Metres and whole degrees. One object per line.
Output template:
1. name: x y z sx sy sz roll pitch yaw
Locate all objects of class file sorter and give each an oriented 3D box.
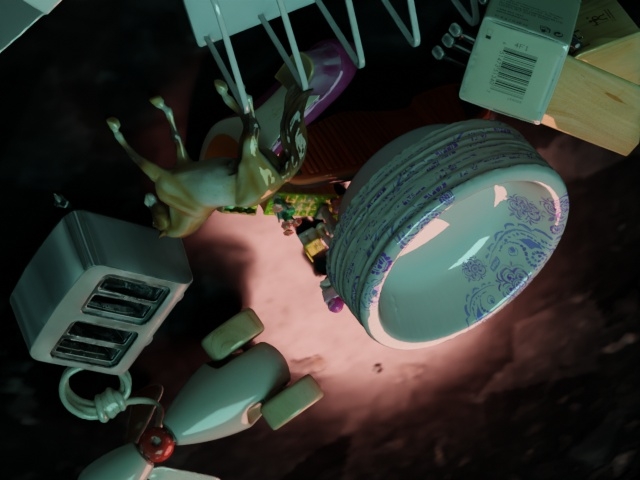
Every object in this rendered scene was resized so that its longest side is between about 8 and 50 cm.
1. file sorter: 0.001 -0.278 1.691 0.277 0.173 0.193 -22 138 -6

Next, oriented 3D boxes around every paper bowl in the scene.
1. paper bowl: 0.134 -0.020 1.909 0.284 0.148 0.284 -25 146 -19

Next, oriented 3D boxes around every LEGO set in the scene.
1. LEGO set: 0.000 0.000 2.025 0.132 0.107 0.287 -37 138 11

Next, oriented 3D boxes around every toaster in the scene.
1. toaster: -0.263 0.057 1.942 0.185 0.110 0.168 16 123 -38

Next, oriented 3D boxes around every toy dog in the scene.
1. toy dog: -0.162 0.227 2.139 0.333 0.220 0.161 -16 170 -2

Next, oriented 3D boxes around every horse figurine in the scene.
1. horse figurine: -0.115 -0.089 1.835 0.263 0.066 0.174 -13 115 27

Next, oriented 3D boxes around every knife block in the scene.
1. knife block: 0.261 -0.190 1.984 0.242 0.088 0.276 -20 139 -7

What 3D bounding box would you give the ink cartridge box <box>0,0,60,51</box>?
1. ink cartridge box: -0.239 -0.351 1.460 0.353 0.207 0.119 -41 139 15

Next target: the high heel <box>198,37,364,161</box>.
1. high heel: -0.046 -0.141 1.900 0.117 0.082 0.244 -18 151 -52

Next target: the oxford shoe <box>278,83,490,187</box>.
1. oxford shoe: 0.078 -0.101 1.974 0.271 0.097 0.098 -16 142 -14

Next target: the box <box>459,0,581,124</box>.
1. box: 0.227 -0.252 1.760 0.094 0.275 0.113 19 133 3
